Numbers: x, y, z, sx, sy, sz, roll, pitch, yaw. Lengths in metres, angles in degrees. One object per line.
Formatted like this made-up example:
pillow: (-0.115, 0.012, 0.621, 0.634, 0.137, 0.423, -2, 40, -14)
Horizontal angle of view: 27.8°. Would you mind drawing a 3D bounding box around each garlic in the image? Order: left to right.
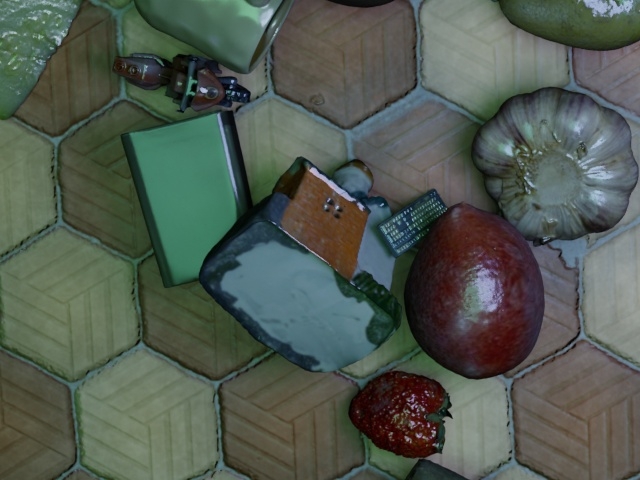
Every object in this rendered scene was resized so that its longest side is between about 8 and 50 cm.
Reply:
garlic: (0.344, -0.116, 1.901, 0.245, 0.160, 0.244, 4, 115, 10)

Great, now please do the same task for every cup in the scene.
cup: (-0.159, -0.355, 1.858, 0.202, 0.255, 0.173, 30, 99, 0)

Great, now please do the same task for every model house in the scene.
model house: (0.000, 0.000, 1.907, 0.271, 0.300, 0.190, 38, 133, -16)

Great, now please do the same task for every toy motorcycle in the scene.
toy motorcycle: (-0.212, -0.240, 1.926, 0.213, 0.118, 0.084, 17, 103, 14)

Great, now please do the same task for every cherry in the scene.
cherry: (0.231, 0.070, 1.872, 0.206, 0.239, 0.239, 22, 96, -5)

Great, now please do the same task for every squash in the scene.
squash: (-0.522, -0.341, 2.005, 0.204, 0.155, 0.236, 29, 95, -36)

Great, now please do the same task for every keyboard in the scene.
keyboard: (0.142, -0.027, 1.916, 0.014, 0.176, 0.055, -33, 89, 38)

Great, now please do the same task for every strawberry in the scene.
strawberry: (0.123, 0.261, 1.958, 0.148, 0.131, 0.131, 15, 96, -5)

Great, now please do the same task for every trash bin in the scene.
trash bin: (-0.185, -0.065, 1.955, 0.164, 0.122, 0.240, -14, 95, 4)

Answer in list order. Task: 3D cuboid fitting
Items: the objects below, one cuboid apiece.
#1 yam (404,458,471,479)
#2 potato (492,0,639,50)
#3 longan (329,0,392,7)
yam: (0.219, 0.442, 1.948, 0.268, 0.161, 0.161, 25, 96, 1)
potato: (0.373, -0.364, 1.874, 0.252, 0.159, 0.174, -1, 71, 12)
longan: (0.055, -0.455, 1.859, 0.248, 0.248, 0.248, 0, 95, 4)
